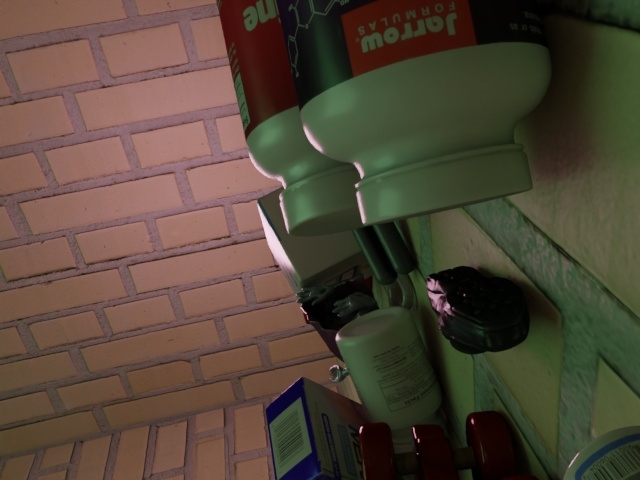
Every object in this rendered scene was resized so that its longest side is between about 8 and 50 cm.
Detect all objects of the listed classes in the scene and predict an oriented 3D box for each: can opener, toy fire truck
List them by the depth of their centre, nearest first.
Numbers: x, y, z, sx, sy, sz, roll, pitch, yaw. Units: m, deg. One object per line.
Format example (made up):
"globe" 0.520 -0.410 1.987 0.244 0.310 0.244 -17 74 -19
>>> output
"toy fire truck" 0.141 0.344 0.634 0.302 0.169 0.254 -91 -6 -77
"can opener" 0.081 -0.058 1.017 0.093 0.074 0.280 10 -130 -54

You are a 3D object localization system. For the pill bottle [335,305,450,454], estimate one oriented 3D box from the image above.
"pill bottle" 0.124 0.234 0.962 0.131 0.131 0.229 -138 26 -83

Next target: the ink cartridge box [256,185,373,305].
"ink cartridge box" 0.000 0.000 1.297 0.198 0.197 0.270 60 170 17

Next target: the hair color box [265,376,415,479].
"hair color box" 0.076 0.384 1.002 0.339 0.110 0.185 34 -158 -31

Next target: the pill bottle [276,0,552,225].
"pill bottle" 0.058 -0.181 0.433 0.181 0.181 0.323 153 105 -85

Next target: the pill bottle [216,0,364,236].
"pill bottle" -0.003 -0.222 0.799 0.229 0.229 0.407 106 152 -81

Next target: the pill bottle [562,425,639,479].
"pill bottle" 0.195 0.171 0.307 0.137 0.078 0.078 -110 9 -62

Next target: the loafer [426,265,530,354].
"loafer" 0.158 0.077 0.594 0.223 0.076 0.078 -98 -9 -86

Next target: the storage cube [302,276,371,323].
"storage cube" 0.023 0.077 1.552 0.193 0.183 0.215 85 172 -54

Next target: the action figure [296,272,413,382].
"action figure" 0.108 0.233 1.183 0.370 0.276 0.248 59 -171 -22
